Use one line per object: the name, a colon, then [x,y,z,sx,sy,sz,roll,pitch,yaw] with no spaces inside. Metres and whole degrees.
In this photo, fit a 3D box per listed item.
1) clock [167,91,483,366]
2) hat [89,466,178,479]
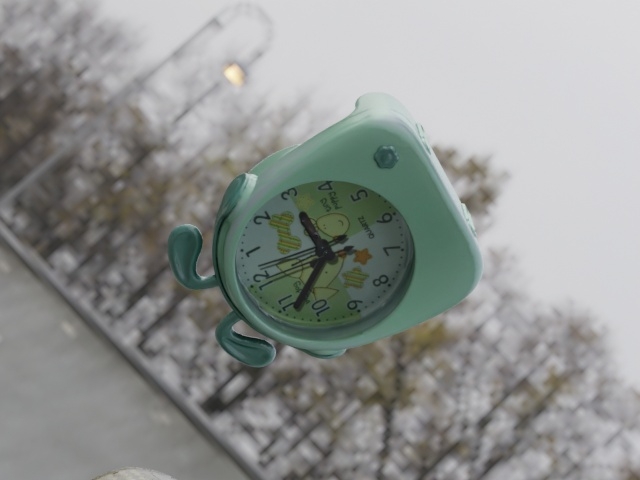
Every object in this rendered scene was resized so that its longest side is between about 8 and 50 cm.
clock: [0.000,0.001,1.223,0.060,0.188,0.148,-101,164,-62]
hat: [-0.104,0.212,1.307,0.146,0.146,0.067,48,-46,2]
